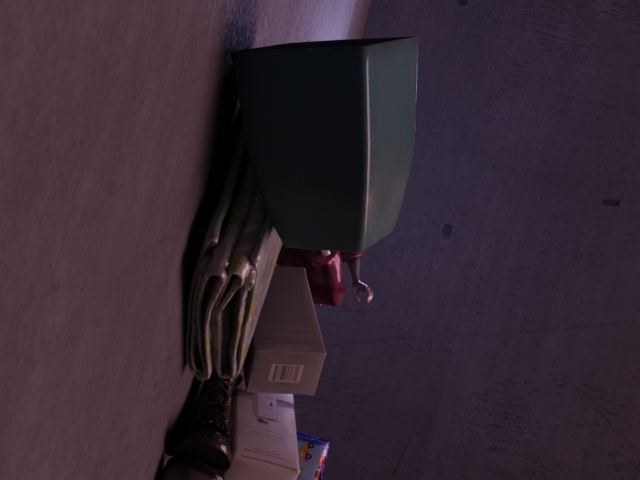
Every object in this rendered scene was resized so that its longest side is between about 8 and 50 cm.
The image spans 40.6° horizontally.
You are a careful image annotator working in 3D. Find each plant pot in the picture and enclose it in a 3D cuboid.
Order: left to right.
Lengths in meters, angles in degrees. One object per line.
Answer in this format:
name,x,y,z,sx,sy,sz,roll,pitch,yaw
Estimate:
plant pot,0.016,-0.113,1.019,0.165,0.165,0.234,-32,122,-59

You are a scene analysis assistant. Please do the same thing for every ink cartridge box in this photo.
ink cartridge box,-0.131,0.366,1.498,0.283,0.117,0.207,-100,-148,-64

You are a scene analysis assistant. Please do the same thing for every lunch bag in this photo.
lunch bag,-0.118,0.627,2.365,0.138,0.293,0.221,68,37,-86

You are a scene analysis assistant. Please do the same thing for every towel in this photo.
towel,-0.097,-0.024,1.208,0.321,0.090,0.375,106,0,-53

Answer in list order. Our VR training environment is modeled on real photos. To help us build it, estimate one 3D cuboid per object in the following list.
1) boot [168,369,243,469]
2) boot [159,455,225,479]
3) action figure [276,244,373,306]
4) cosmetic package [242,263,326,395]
boot,-0.162,0.232,1.345,0.263,0.091,0.229,132,-26,-71
boot,-0.221,0.495,1.239,0.223,0.118,0.338,-58,158,-58
action figure,0.000,0.000,1.770,0.370,0.248,0.276,107,-2,-67
cosmetic package,-0.076,0.149,1.508,0.238,0.127,0.107,-105,-156,-55
